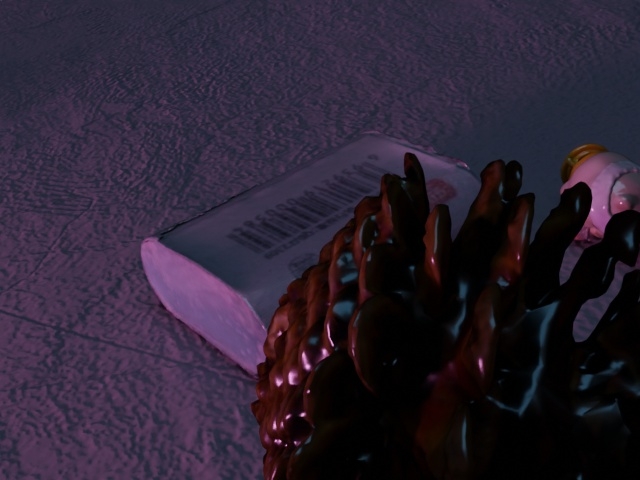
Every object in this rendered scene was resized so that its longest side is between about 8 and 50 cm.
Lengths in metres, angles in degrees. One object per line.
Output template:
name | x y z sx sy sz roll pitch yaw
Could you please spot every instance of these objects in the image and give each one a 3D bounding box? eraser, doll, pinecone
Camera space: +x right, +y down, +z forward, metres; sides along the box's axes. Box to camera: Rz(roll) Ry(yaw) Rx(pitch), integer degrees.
eraser | 0.000 0.000 0.755 0.227 0.081 0.174 -30 36 -29
doll | 0.228 -0.026 0.774 0.084 0.073 0.127 -39 28 12
pinecone | 0.110 0.081 0.482 0.292 0.246 0.246 8 35 3
